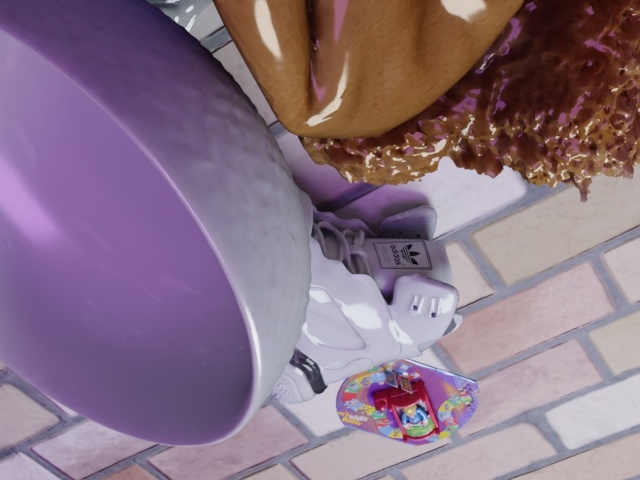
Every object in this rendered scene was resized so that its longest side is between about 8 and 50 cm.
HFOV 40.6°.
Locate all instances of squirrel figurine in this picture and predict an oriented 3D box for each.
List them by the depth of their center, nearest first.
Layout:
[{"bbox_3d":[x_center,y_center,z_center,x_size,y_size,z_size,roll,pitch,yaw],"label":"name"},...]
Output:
[{"bbox_3d":[0.122,-0.208,0.573,0.371,0.281,0.397,-25,141,4],"label":"squirrel figurine"}]

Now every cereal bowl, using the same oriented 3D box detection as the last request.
[{"bbox_3d":[-0.145,-0.031,0.567,0.339,0.141,0.339,21,136,21],"label":"cereal bowl"}]

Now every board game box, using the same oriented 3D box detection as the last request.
[{"bbox_3d":[0.103,0.202,1.009,0.169,0.033,0.133,20,125,-17],"label":"board game box"}]

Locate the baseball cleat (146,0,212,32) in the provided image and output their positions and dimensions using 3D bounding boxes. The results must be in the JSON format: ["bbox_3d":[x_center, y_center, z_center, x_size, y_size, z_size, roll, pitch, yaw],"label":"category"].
[{"bbox_3d":[-0.181,-0.174,0.667,0.206,0.072,0.109,-13,128,9],"label":"baseball cleat"}]

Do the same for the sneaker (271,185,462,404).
[{"bbox_3d":[0.000,0.000,0.781,0.210,0.137,0.365,-17,132,9],"label":"sneaker"}]
